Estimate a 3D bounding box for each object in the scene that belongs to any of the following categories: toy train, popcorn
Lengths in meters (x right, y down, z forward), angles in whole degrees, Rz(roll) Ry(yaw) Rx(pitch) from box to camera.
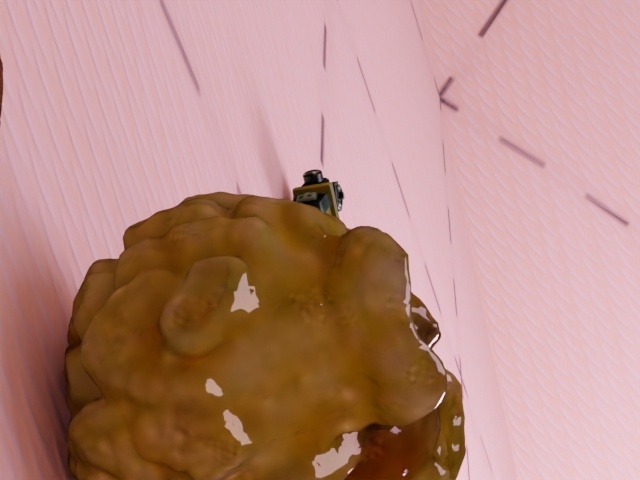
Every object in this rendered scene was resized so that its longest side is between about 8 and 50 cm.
[{"bbox_3d":[0.000,0.000,1.419,0.081,0.050,0.122,-54,132,-66],"label":"toy train"},{"bbox_3d":[-0.020,0.081,0.798,0.235,0.217,0.181,55,27,-36],"label":"popcorn"}]

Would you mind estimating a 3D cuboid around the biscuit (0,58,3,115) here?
[{"bbox_3d":[-0.173,-0.108,0.740,0.119,0.019,0.130,-62,139,-73],"label":"biscuit"}]
